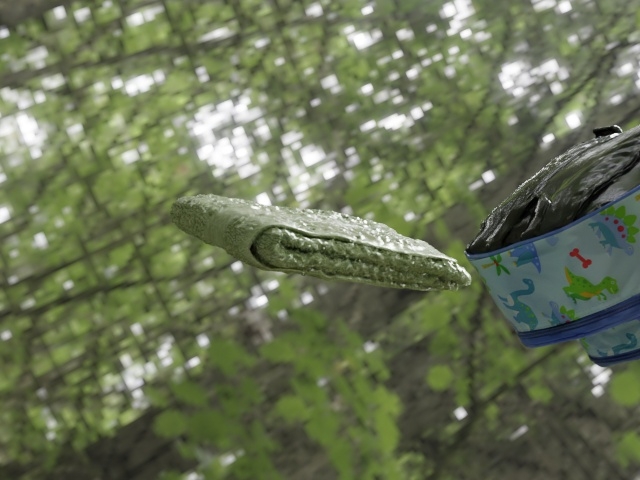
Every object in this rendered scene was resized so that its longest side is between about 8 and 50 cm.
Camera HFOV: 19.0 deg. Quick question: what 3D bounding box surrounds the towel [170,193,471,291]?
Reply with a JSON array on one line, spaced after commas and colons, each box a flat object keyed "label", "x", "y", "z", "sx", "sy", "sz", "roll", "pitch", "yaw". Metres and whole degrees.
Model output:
[{"label": "towel", "x": 0.000, "y": 0.000, "z": 1.057, "sx": 0.110, "sy": 0.148, "sz": 0.027, "roll": 23, "pitch": -77, "yaw": 57}]

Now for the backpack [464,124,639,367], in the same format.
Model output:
[{"label": "backpack", "x": 0.125, "y": 0.002, "z": 0.769, "sx": 0.105, "sy": 0.114, "sz": 0.084, "roll": -22, "pitch": -81, "yaw": 53}]
